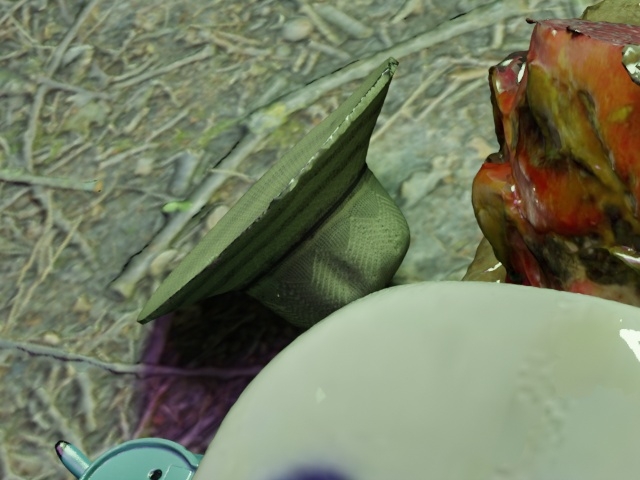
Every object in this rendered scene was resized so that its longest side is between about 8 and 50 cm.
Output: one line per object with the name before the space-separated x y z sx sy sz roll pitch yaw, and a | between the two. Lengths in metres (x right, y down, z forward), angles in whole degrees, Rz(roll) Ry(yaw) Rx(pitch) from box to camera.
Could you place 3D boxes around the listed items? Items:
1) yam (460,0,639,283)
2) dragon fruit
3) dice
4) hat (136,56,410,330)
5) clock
yam | 0.153 -0.027 1.323 0.081 0.081 0.357 14 55 26
dragon fruit | 0.249 0.015 1.155 0.314 0.263 0.296 4 12 -25
dice | 0.102 0.214 0.962 0.304 0.277 0.304 6 63 39
hat | 0.000 0.000 1.318 0.110 0.252 0.252 45 68 -6
clock | -0.119 0.175 1.263 0.147 0.045 0.108 11 55 25
